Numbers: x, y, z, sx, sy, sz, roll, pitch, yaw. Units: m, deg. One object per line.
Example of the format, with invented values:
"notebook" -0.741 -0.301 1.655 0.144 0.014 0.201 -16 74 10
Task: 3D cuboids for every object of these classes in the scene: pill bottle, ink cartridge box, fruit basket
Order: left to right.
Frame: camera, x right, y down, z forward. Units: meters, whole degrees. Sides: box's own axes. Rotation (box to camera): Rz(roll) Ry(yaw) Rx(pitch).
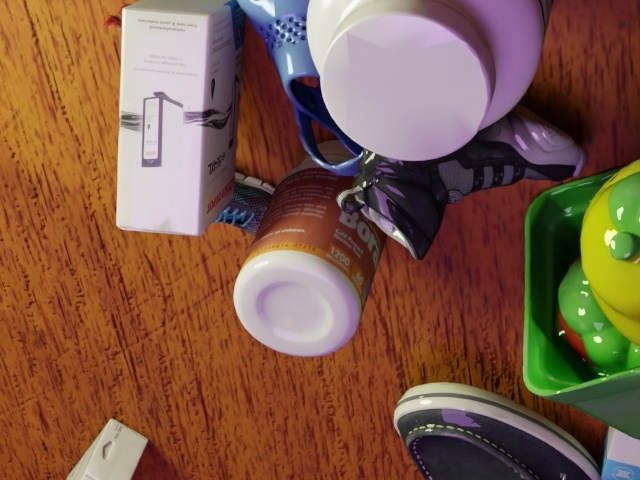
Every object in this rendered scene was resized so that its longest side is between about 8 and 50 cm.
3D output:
"ink cartridge box" -0.273 0.297 1.853 0.056 0.099 0.135 32 130 -9
"ink cartridge box" -0.128 -0.121 1.412 0.085 0.148 0.203 6 107 8
"pill bottle" 0.000 0.000 1.464 0.121 0.216 0.121 8 129 10
"pill bottle" 0.095 -0.203 1.208 0.181 0.323 0.182 8 129 11
"ink cartridge box" 0.363 0.183 1.601 0.104 0.060 0.180 12 129 8
"fruit basket" 0.332 0.005 1.323 0.392 0.283 0.392 4 141 3

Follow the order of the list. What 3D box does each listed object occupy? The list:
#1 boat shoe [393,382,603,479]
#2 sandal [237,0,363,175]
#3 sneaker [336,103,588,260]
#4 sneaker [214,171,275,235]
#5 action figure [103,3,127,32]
"boat shoe" 0.247 0.352 1.697 0.186 0.156 0.500 -17 121 40
"sandal" -0.001 -0.183 1.376 0.126 0.138 0.317 -20 118 31
"sneaker" 0.122 -0.060 1.376 0.268 0.101 0.153 13 110 -44
"sneaker" -0.104 -0.039 1.556 0.166 0.076 0.065 32 130 -10
"action figure" -0.163 -0.179 1.497 0.038 0.030 0.115 -34 114 29
